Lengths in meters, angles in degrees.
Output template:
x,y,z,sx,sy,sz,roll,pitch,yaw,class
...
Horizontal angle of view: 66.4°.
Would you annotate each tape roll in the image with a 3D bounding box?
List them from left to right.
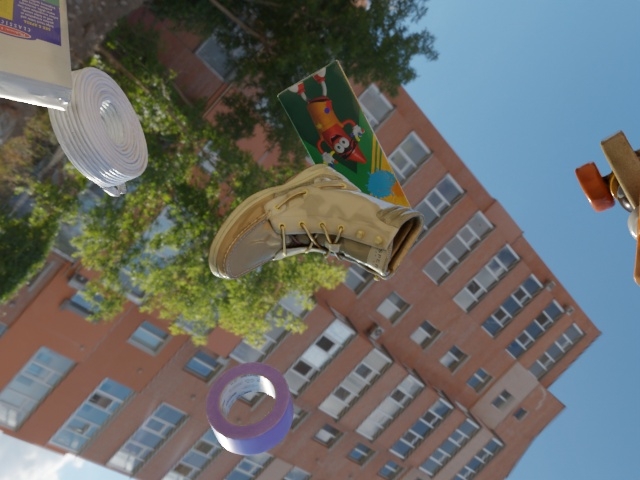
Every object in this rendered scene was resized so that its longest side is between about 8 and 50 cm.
x,y,z,sx,sy,sz,roll,pitch,yaw,class
-0.158,0.378,1.110,0.189,0.080,0.189,-4,-137,4,tape roll

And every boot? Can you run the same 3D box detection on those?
x,y,z,sx,sy,sz,roll,pitch,yaw,class
0.000,0.000,0.675,0.203,0.095,0.262,30,-132,30,boot

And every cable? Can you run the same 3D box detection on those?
x,y,z,sx,sy,sz,roll,pitch,yaw,class
-0.481,-0.247,1.073,0.089,0.257,0.257,-14,-105,8,cable

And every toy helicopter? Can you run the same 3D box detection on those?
x,y,z,sx,sy,sz,roll,pitch,yaw,class
0.494,0.005,0.685,0.140,0.355,0.235,-29,171,30,toy helicopter

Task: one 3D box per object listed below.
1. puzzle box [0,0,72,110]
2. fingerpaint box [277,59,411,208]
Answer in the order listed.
x,y,z,sx,sy,sz,roll,pitch,yaw,class
-0.588,-0.340,0.706,0.052,0.408,0.272,-48,-131,37,puzzle box
0.061,-0.248,1.292,0.163,0.371,0.445,-27,-167,9,fingerpaint box
